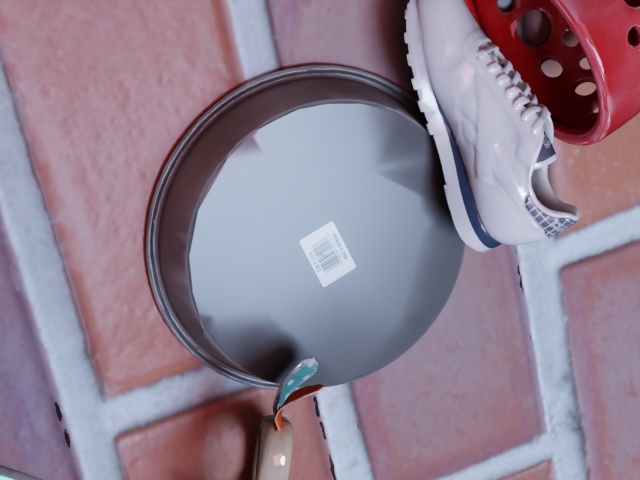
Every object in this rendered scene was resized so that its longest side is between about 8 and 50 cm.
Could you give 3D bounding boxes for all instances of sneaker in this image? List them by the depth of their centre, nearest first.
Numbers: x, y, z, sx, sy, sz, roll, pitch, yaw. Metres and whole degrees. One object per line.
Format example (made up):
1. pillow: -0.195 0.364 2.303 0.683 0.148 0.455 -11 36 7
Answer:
1. sneaker: 0.141 -0.110 1.153 0.090 0.095 0.235 -32 104 -55

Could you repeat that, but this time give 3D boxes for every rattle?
1. rattle: -0.080 0.179 1.171 0.142 0.130 0.200 17 135 9

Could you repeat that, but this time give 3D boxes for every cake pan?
1. cake pan: 0.000 0.000 1.185 0.293 0.054 0.293 -7 109 -20

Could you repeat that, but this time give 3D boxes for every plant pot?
1. plant pot: 0.233 -0.199 1.141 0.174 0.191 0.191 -33 116 -13

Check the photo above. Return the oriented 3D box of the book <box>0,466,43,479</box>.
1. book: -0.288 0.257 1.165 0.096 0.035 0.144 25 95 -31
